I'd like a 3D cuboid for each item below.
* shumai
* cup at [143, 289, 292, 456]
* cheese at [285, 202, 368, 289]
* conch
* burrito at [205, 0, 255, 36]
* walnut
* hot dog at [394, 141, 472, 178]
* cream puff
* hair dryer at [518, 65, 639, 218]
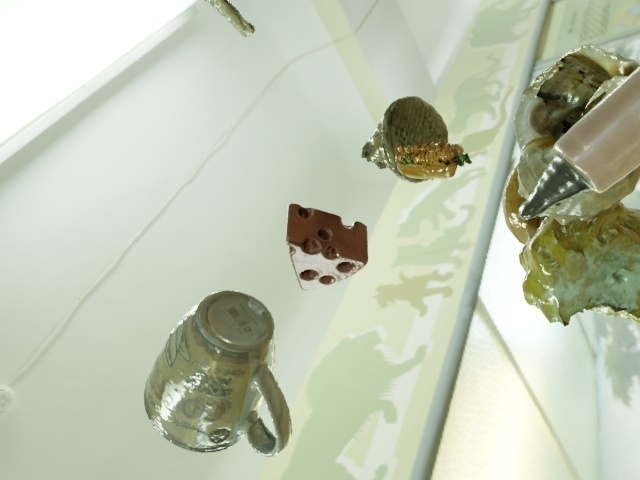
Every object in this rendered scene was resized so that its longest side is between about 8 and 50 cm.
[{"bbox_3d":[0.186,-0.217,1.346,0.201,0.120,0.201,-1,-88,-31],"label":"shumai"},{"bbox_3d":[-0.160,0.248,1.076,0.301,0.257,0.227,42,-137,17],"label":"cup"},{"bbox_3d":[0.024,0.009,1.420,0.203,0.177,0.128,77,-168,-50],"label":"cheese"},{"bbox_3d":[0.440,-0.183,0.992,0.186,0.324,0.263,-10,-116,-23],"label":"conch"},{"bbox_3d":[-0.204,-0.492,1.255,0.042,0.051,0.171,-47,-66,2],"label":"burrito"},{"bbox_3d":[0.539,-0.097,1.549,0.137,0.137,0.245,-28,-67,-54],"label":"walnut"},{"bbox_3d":[0.208,-0.156,1.160,0.055,0.188,0.072,29,-100,-30],"label":"hot dog"},{"bbox_3d":[0.560,0.034,1.273,0.270,0.323,0.274,-116,34,-72],"label":"cream puff"},{"bbox_3d":[0.253,-0.119,0.334,0.107,0.344,0.189,38,-157,-15],"label":"hair dryer"}]
